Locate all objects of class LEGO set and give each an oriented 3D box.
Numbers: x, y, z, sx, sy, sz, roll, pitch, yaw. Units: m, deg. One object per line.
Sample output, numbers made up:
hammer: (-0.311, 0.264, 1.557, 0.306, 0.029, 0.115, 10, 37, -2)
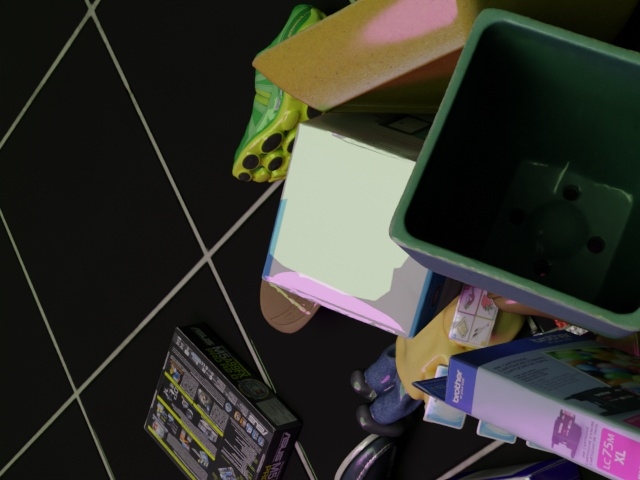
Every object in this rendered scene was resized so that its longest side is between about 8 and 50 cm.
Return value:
LEGO set: (0.239, 0.135, 1.513, 0.182, 0.060, 0.244, 15, 107, 4)

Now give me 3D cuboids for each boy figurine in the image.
boy figurine: (0.148, 0.138, 1.648, 0.285, 0.092, 0.177, -46, 40, 37)

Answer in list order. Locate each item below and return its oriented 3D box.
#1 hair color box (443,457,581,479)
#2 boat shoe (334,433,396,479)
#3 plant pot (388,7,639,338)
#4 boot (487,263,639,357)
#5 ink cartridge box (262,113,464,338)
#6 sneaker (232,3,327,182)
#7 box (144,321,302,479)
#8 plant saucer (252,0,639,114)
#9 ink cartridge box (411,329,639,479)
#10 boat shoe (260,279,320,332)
hair color box: (0.259, 0.452, 1.573, 0.185, 0.110, 0.339, -20, 83, 45)
boat shoe: (0.057, 0.366, 1.777, 0.079, 0.095, 0.254, 48, 129, 31)
plant pot: (0.238, -0.040, 1.267, 0.247, 0.252, 0.248, 21, 80, 15)
boot: (0.319, 0.153, 1.415, 0.236, 0.089, 0.270, -9, 92, 19)
ink cartridge box: (0.091, -0.041, 1.512, 0.197, 0.270, 0.198, 21, 110, 18)
sneaker: (-0.045, -0.203, 1.807, 0.295, 0.109, 0.123, -61, 32, 35)
box: (-0.161, 0.293, 2.021, 0.270, 0.060, 0.216, 40, 124, 35)
plant saucer: (0.150, -0.212, 1.411, 0.332, 0.332, 0.081, -21, 78, 46)
ink cartridge box: (0.260, 0.153, 1.247, 0.311, 0.185, 0.065, 16, 108, 48)
boat shoe: (0.000, 0.000, 1.783, 0.102, 0.092, 0.285, 28, 115, 19)
